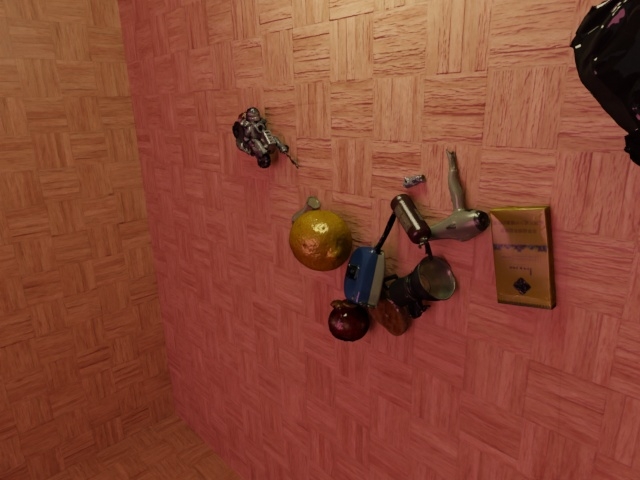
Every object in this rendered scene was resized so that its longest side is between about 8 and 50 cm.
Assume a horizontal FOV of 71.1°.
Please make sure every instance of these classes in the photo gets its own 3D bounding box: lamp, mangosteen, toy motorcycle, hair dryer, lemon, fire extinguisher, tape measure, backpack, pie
[{"bbox_3d":[0.315,0.162,1.473,0.227,0.147,0.172,-41,70,54],"label":"lamp"},{"bbox_3d":[0.109,0.293,1.711,0.166,0.166,0.180,2,87,47],"label":"mangosteen"},{"bbox_3d":[-0.246,-0.416,1.886,0.401,0.134,0.207,52,141,24],"label":"toy motorcycle"},{"bbox_3d":[0.379,-0.104,1.368,0.229,0.092,0.267,-47,54,51],"label":"hair dryer"},{"bbox_3d":[0.006,0.004,1.674,0.253,0.228,0.229,32,124,37],"label":"lemon"},{"bbox_3d":[0.298,-0.040,1.413,0.099,0.071,0.231,67,180,-51],"label":"fire extinguisher"},{"bbox_3d":[0.171,0.060,1.582,0.215,0.097,0.352,172,114,-76],"label":"tape measure"},{"bbox_3d":[0.688,-0.317,0.814,0.446,0.254,0.363,49,136,6],"label":"backpack"},{"bbox_3d":[0.239,0.253,1.611,0.195,0.046,0.195,40,147,34],"label":"pie"}]

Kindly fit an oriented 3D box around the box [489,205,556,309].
[{"bbox_3d":[0.554,0.046,1.231,0.153,0.041,0.279,2,104,46],"label":"box"}]

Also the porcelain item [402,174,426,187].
[{"bbox_3d":[0.298,-0.190,1.442,0.083,0.028,0.036,-9,83,48],"label":"porcelain item"}]

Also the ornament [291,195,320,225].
[{"bbox_3d":[-0.061,-0.105,1.832,0.156,0.081,0.075,-53,30,39],"label":"ornament"}]
